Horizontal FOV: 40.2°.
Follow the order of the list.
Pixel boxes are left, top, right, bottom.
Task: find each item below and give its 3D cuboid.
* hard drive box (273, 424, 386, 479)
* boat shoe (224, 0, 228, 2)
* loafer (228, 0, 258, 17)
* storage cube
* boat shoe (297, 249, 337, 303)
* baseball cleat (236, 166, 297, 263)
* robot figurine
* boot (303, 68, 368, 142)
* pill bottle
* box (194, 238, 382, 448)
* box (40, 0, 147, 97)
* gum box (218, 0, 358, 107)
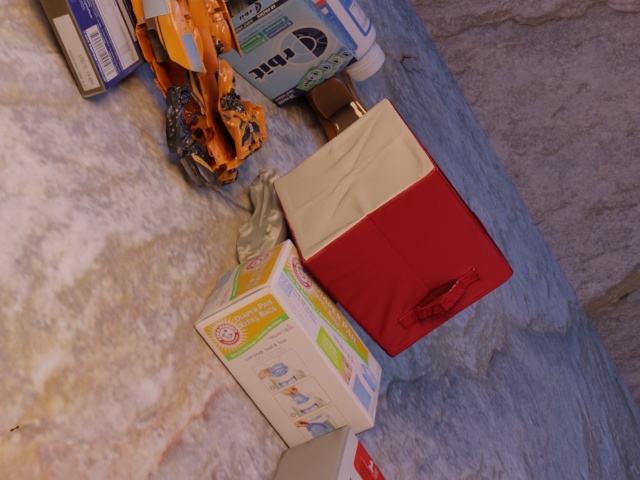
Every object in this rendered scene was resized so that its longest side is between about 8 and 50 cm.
[{"bbox_3d":[0.019,0.328,0.856,0.181,0.089,0.232,56,21,-16],"label":"hard drive box"},{"bbox_3d":[-0.112,-0.418,1.355,0.254,0.079,0.095,-9,88,-40],"label":"boat shoe"},{"bbox_3d":[-0.127,-0.448,1.461,0.102,0.092,0.269,-13,90,-39],"label":"loafer"},{"bbox_3d":[0.084,-0.017,1.052,0.193,0.183,0.215,48,11,-34],"label":"storage cube"},{"bbox_3d":[0.000,0.000,1.236,0.078,0.070,0.219,38,32,-47],"label":"boat shoe"},{"bbox_3d":[-0.053,-0.011,1.129,0.109,0.072,0.206,57,24,-32],"label":"baseball cleat"},{"bbox_3d":[-0.144,-0.208,1.066,0.211,0.085,0.291,-55,130,-66],"label":"robot figurine"},{"bbox_3d":[0.032,-0.233,1.585,0.283,0.109,0.220,51,11,-36],"label":"boot"},{"bbox_3d":[0.035,-0.430,1.771,0.221,0.124,0.124,48,25,-34],"label":"pill bottle"},{"bbox_3d":[-0.030,0.120,0.973,0.203,0.103,0.114,55,22,-18],"label":"box"},{"bbox_3d":[-0.241,-0.261,1.002,0.225,0.036,0.136,-65,139,-61],"label":"box"},{"bbox_3d":[-0.055,-0.300,1.356,0.184,0.157,0.041,34,35,-50],"label":"gum box"}]
